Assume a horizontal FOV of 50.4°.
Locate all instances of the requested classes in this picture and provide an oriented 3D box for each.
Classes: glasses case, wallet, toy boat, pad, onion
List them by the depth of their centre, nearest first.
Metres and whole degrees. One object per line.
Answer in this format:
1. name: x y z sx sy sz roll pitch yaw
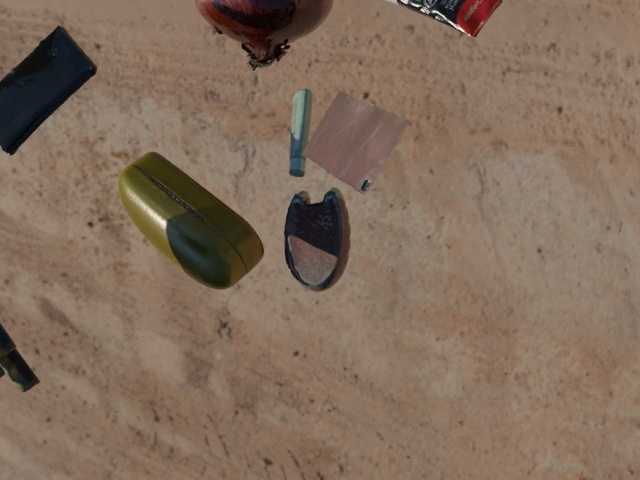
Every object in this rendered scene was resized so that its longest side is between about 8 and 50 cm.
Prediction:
1. pad: 0.044 -0.141 0.950 0.113 0.006 0.188 -60 37 6
2. glasses case: -0.281 -0.030 1.413 0.371 0.141 0.173 37 159 29
3. toy boat: 0.000 0.000 1.497 0.155 0.085 0.227 -3 82 26
4. wallet: -0.632 -0.330 1.499 0.285 0.030 0.146 -43 82 3
5. onion: -0.131 -0.558 1.655 0.347 0.347 0.285 7 102 31

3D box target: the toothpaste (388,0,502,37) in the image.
1. toothpaste: 0.174 -0.360 1.018 0.193 0.045 0.071 35 83 34

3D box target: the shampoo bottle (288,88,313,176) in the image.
1. shampoo bottle: -0.044 -0.228 1.459 0.069 0.041 0.191 143 135 -59

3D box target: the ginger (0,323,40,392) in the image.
1. ginger: -0.668 0.142 1.123 0.358 0.211 0.413 38 149 24
